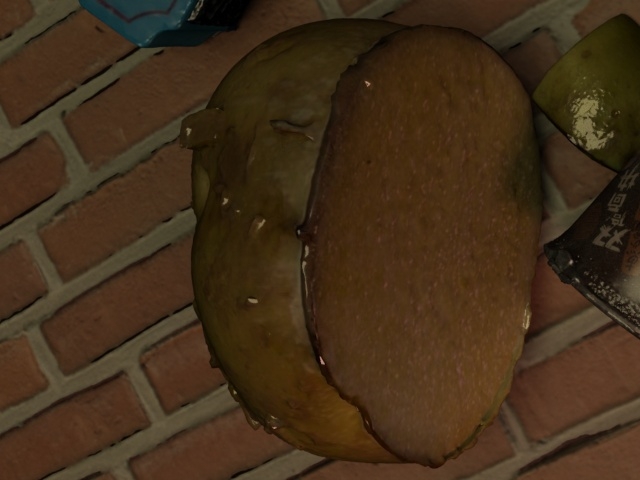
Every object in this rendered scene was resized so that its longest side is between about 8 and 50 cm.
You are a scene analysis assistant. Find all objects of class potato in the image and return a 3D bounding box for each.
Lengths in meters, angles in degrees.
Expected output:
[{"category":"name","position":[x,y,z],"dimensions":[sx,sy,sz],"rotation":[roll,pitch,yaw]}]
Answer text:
[{"category":"potato","position":[0.000,0.000,1.673],"dimensions":[0.319,0.385,0.442],"rotation":[3,92,42]},{"category":"potato","position":[0.307,-0.144,1.666],"dimensions":[0.149,0.081,0.120],"rotation":[44,114,15]}]

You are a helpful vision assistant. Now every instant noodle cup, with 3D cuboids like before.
[{"category":"instant noodle cup","position":[0.360,-0.010,1.593],"dimensions":[0.217,0.217,0.207],"rotation":[40,104,16]}]

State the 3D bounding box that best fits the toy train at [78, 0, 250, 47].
[{"category":"toy train","position":[-0.169,-0.371,1.813],"dimensions":[0.265,0.188,0.300],"rotation":[36,109,13]}]
